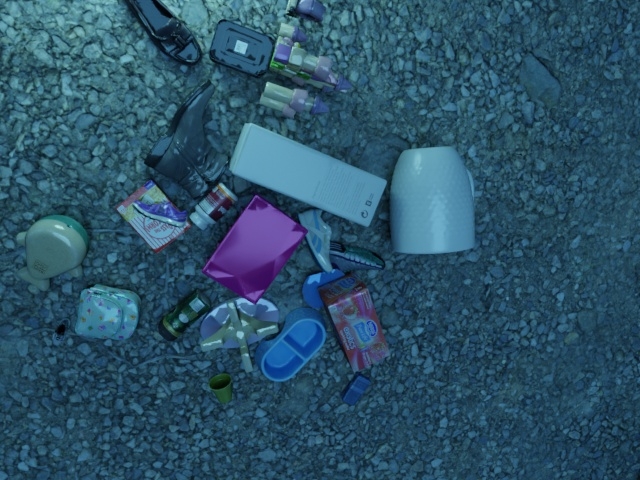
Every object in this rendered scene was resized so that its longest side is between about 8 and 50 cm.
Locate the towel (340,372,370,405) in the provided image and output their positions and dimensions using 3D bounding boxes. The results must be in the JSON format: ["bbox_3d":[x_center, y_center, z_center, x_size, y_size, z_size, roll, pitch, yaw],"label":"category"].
[{"bbox_3d":[0.133,0.558,2.002,0.067,0.029,0.119,33,94,-17],"label":"towel"}]

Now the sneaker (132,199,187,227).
[{"bbox_3d":[-0.499,-0.094,1.660,0.169,0.068,0.071,19,83,-24],"label":"sneaker"}]

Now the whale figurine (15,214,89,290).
[{"bbox_3d":[-0.823,0.035,1.643,0.216,0.141,0.272,35,118,-17],"label":"whale figurine"}]

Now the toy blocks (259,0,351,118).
[{"bbox_3d":[-0.015,-0.517,1.591,0.260,0.288,0.309,16,96,-11],"label":"toy blocks"}]

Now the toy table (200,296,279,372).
[{"bbox_3d":[-0.268,0.295,1.789,0.274,0.161,0.252,-26,107,-4],"label":"toy table"}]

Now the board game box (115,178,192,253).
[{"bbox_3d":[-0.530,-0.078,1.705,0.146,0.045,0.193,-39,108,-1],"label":"board game box"}]

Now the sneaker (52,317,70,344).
[{"bbox_3d":[-0.842,0.301,1.715,0.038,0.069,0.098,22,98,-15],"label":"sneaker"}]

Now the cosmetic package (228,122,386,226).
[{"bbox_3d":[-0.047,-0.210,1.683,0.453,0.230,0.162,20,98,-16],"label":"cosmetic package"}]

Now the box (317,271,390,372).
[{"bbox_3d":[0.119,0.283,1.853,0.154,0.142,0.300,-23,117,-7],"label":"box"}]

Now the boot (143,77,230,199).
[{"bbox_3d":[-0.370,-0.312,1.662,0.222,0.118,0.338,33,105,-20],"label":"boot"}]

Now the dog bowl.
[{"bbox_3d":[-0.100,0.374,1.887,0.297,0.074,0.166,-46,107,0],"label":"dog bowl"}]

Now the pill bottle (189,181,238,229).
[{"bbox_3d":[-0.345,-0.109,1.716,0.152,0.086,0.086,-45,107,2],"label":"pill bottle"}]

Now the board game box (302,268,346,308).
[{"bbox_3d":[0.016,0.162,1.876,0.168,0.033,0.133,-15,115,-6],"label":"board game box"}]

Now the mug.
[{"bbox_3d":[0.399,-0.144,1.794,0.374,0.276,0.328,-10,99,-41],"label":"mug"}]

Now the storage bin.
[{"bbox_3d":[-0.241,-0.583,1.629,0.180,0.084,0.122,16,99,-16],"label":"storage bin"}]

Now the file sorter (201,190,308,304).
[{"bbox_3d":[-0.217,0.012,1.721,0.202,0.182,0.291,34,95,-18],"label":"file sorter"}]

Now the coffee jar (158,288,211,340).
[{"bbox_3d":[-0.452,0.250,1.772,0.184,0.096,0.079,-41,105,0],"label":"coffee jar"}]

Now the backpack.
[{"bbox_3d":[-0.671,0.233,1.700,0.188,0.144,0.166,11,95,-17],"label":"backpack"}]

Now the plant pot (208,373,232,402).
[{"bbox_3d":[-0.344,0.526,1.874,0.083,0.083,0.079,-14,117,-8],"label":"plant pot"}]

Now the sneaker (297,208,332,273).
[{"bbox_3d":[0.000,0.000,1.781,0.092,0.087,0.229,-20,81,-8],"label":"sneaker"}]

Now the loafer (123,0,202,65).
[{"bbox_3d":[-0.472,-0.638,1.561,0.109,0.095,0.302,-43,107,0],"label":"loafer"}]

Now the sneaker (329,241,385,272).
[{"bbox_3d":[0.113,0.077,1.874,0.223,0.083,0.098,18,119,-10],"label":"sneaker"}]
